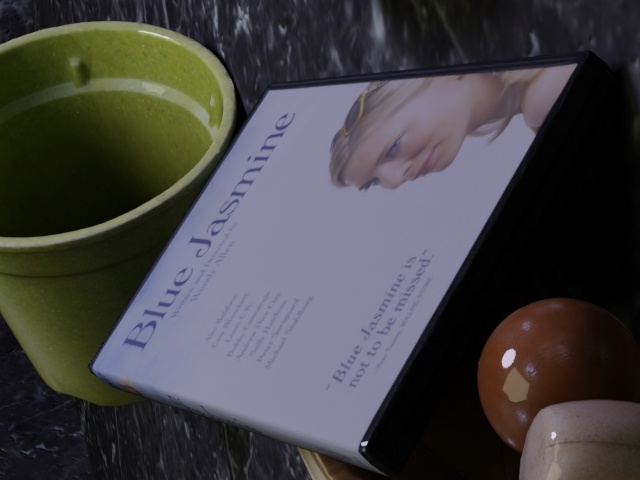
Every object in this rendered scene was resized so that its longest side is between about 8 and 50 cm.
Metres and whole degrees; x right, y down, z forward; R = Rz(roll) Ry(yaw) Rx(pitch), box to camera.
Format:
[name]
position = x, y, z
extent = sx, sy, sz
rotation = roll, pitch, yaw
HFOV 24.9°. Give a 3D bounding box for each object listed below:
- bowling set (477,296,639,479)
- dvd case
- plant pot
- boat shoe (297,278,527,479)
[bowling set]
position = 0.125, 0.101, 0.409
extent = 0.287, 0.154, 0.199
rotation = 106, 170, -58
[dvd case]
position = 0.000, 0.000, 0.635
extent = 0.253, 0.022, 0.180
rotation = 4, 60, 59
[plant pot]
position = -0.189, -0.003, 1.240
extent = 0.276, 0.276, 0.254
rotation = -115, 11, -46
[boat shoe]
position = 0.055, 0.128, 0.652
extent = 0.123, 0.123, 0.342
rotation = 96, 157, -49
